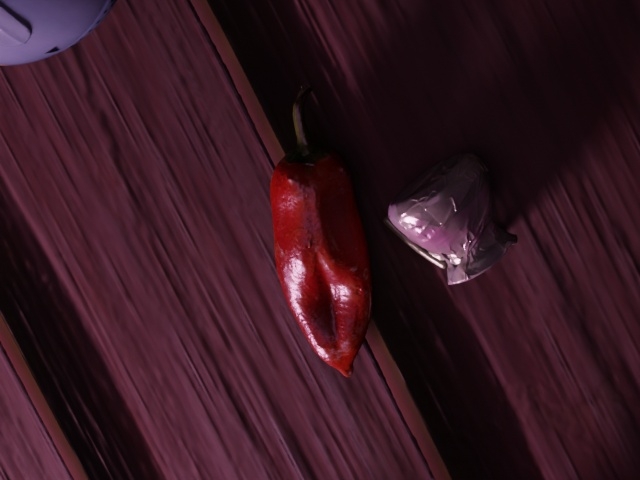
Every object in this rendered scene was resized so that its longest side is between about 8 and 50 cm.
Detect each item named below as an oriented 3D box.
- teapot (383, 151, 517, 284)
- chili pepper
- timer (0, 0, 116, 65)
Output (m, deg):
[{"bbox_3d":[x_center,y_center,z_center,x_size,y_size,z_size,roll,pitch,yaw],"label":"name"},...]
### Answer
[{"bbox_3d":[0.076,-0.009,0.759,0.064,0.064,0.083,55,145,-8],"label":"teapot"},{"bbox_3d":[-0.001,0.000,0.786,0.059,0.050,0.191,-9,108,3],"label":"chili pepper"},{"bbox_3d":[-0.220,-0.164,0.720,0.175,0.255,0.175,20,125,31],"label":"timer"}]
